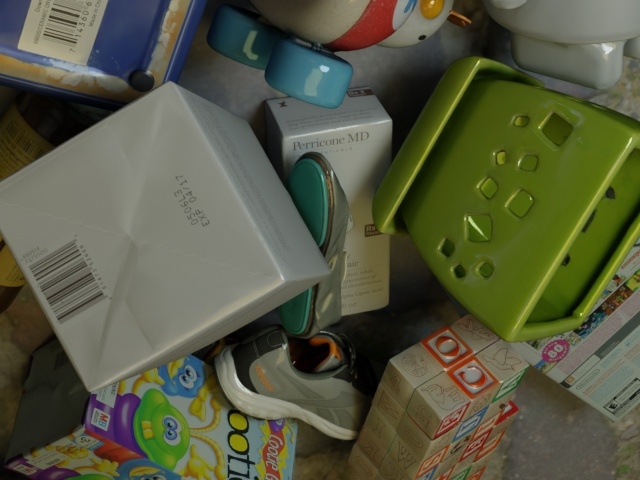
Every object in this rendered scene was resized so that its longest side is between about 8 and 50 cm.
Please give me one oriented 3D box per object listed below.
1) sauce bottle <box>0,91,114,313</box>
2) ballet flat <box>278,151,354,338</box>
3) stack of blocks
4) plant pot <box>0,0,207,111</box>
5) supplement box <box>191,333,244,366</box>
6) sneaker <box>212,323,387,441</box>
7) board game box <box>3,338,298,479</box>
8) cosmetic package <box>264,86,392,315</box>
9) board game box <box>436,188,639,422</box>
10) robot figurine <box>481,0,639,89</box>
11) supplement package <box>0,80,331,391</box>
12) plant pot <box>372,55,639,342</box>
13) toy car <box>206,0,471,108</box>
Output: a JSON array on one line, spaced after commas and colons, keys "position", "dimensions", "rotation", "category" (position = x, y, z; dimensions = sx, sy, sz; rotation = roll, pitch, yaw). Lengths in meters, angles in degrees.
[{"position": [-0.318, -0.003, 1.174], "dimensions": [0.111, 0.111, 0.344], "rotation": [30, 110, -31], "category": "sauce bottle"}, {"position": [0.000, 0.000, 1.213], "dimensions": [0.068, 0.072, 0.213], "rotation": [-21, 132, -37], "category": "ballet flat"}, {"position": [0.132, 0.210, 1.380], "dimensions": [0.171, 0.087, 0.297], "rotation": [-27, 151, -31], "category": "stack of blocks"}, {"position": [-0.205, -0.237, 0.993], "dimensions": [0.236, 0.212, 0.236], "rotation": [12, 118, -25], "category": "plant pot"}, {"position": [-0.101, 0.139, 1.378], "dimensions": [0.083, 0.043, 0.055], "rotation": [34, 107, -32], "category": "supplement box"}, {"position": [0.012, 0.152, 1.351], "dimensions": [0.271, 0.100, 0.108], "rotation": [16, 135, -45], "category": "sneaker"}, {"position": [-0.173, 0.215, 1.316], "dimensions": [0.275, 0.142, 0.144], "rotation": [33, 135, -32], "category": "board game box"}, {"position": [0.009, -0.035, 1.274], "dimensions": [0.117, 0.085, 0.231], "rotation": [-10, 126, -12], "category": "cosmetic package"}, {"position": [0.318, 0.056, 1.425], "dimensions": [0.303, 0.097, 0.224], "rotation": [35, 107, -33], "category": "board game box"}, {"position": [0.237, -0.315, 1.088], "dimensions": [0.300, 0.200, 0.353], "rotation": [-39, 136, -37], "category": "robot figurine"}, {"position": [-0.121, -0.001, 1.036], "dimensions": [0.175, 0.293, 0.177], "rotation": [-30, 86, 7], "category": "supplement package"}, {"position": [0.197, -0.052, 1.204], "dimensions": [0.228, 0.207, 0.227], "rotation": [2, 120, -61], "category": "plant pot"}, {"position": [0.059, -0.231, 1.103], "dimensions": [0.238, 0.210, 0.219], "rotation": [11, 107, -38], "category": "toy car"}]
